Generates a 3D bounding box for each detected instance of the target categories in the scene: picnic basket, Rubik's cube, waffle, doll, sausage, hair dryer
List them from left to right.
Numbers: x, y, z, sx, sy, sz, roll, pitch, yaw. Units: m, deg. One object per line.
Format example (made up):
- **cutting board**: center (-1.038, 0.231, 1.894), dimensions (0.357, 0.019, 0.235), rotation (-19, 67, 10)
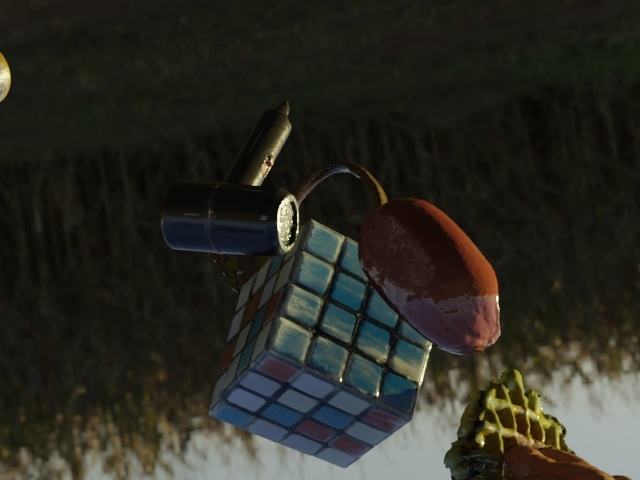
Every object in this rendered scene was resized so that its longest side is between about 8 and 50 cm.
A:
- **hair dryer**: center (-0.089, -0.112, 2.140), dimensions (0.189, 0.107, 0.352), rotation (5, -138, 20)
- **picnic basket**: center (0.000, 0.000, 2.633), dimensions (0.337, 0.337, 0.293), rotation (-8, -146, -27)
- **Rubik's cube**: center (0.008, 0.167, 2.175), dimensions (0.259, 0.256, 0.253), rotation (26, 144, -15)
- **sausage**: center (0.139, 0.038, 1.824), dimensions (0.148, 0.148, 0.254), rotation (-8, -145, -30)
- **waffle**: center (0.294, 0.356, 2.094), dimensions (0.073, 0.297, 0.317), rotation (-24, -166, 35)
- **doll**: center (0.360, 0.381, 1.922), dimensions (0.201, 0.156, 0.303), rotation (2, -167, -28)

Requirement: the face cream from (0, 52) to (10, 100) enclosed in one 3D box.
- **face cream**: center (-0.578, -0.197, 1.993), dimensions (0.105, 0.105, 0.349), rotation (-11, -165, 26)
